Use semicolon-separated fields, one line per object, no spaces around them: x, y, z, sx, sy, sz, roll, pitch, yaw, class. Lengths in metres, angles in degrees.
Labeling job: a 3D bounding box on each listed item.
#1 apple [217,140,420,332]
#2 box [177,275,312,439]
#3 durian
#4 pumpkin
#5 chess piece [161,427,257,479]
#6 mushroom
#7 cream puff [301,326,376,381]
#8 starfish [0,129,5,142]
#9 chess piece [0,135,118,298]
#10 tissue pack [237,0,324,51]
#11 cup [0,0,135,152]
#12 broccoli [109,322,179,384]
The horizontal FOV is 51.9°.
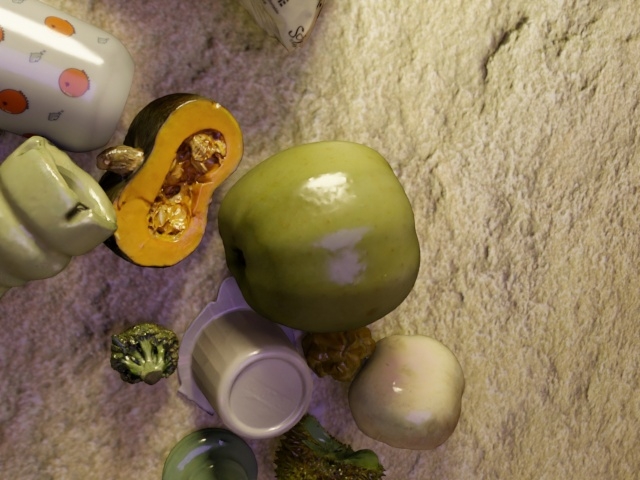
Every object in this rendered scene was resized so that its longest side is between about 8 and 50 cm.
0.000;0.000;1.190;0.357;0.357;0.357;-4;101;-22;apple
-0.124;0.232;1.251;0.263;0.206;0.291;-4;104;-23;box
0.006;0.477;1.354;0.237;0.200;0.176;39;73;-30;durian
-0.284;-0.116;1.150;0.222;0.139;0.317;28;92;-32;pumpkin
-0.179;0.495;1.225;0.195;0.299;0.194;-4;101;-22;chess piece
0.180;0.334;1.401;0.260;0.254;0.234;-13;141;-16;mushroom
0.039;0.213;1.350;0.156;0.156;0.121;-28;111;-16;cream puff
-0.580;-0.103;1.082;0.176;0.053;0.208;24;93;-25;starfish
-0.533;0.043;0.989;0.442;0.234;0.234;-39;112;1;chess piece
-0.085;-0.565;1.066;0.375;0.195;0.390;39;61;-53;tissue pack
-0.464;-0.269;1.013;0.317;0.212;0.212;20;92;-25;cup
-0.322;0.212;1.213;0.130;0.120;0.131;-4;126;-29;broccoli
